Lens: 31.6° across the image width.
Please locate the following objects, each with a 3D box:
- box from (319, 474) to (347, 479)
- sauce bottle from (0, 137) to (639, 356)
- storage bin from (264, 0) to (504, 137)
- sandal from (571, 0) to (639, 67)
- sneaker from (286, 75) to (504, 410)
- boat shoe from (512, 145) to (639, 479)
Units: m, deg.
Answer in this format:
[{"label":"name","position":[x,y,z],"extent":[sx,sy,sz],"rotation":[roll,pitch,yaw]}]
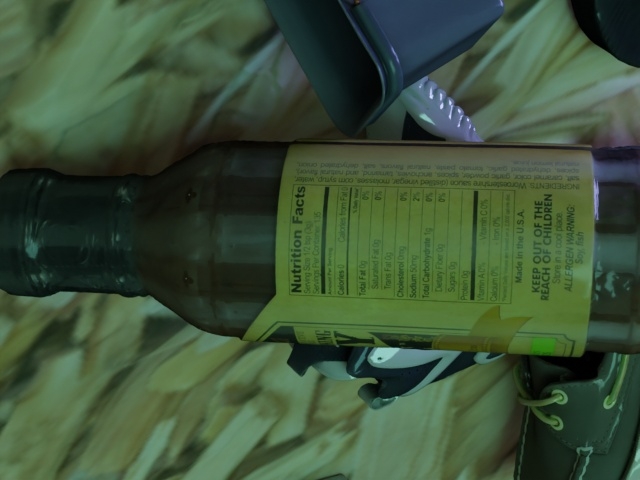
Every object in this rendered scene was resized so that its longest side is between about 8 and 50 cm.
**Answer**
[{"label":"box","position":[-0.039,0.329,0.842],"extent":[0.169,0.087,0.290],"rotation":[-11,121,-17]},{"label":"sauce bottle","position":[0.000,0.000,0.596],"extent":[0.344,0.111,0.111],"rotation":[3,121,10]},{"label":"storage bin","position":[0.029,-0.140,0.585],"extent":[0.091,0.098,0.135],"rotation":[-29,85,-18]},{"label":"sandal","position":[0.219,-0.296,0.590],"extent":[0.167,0.107,0.446],"rotation":[-17,122,-13]},{"label":"sneaker","position":[0.034,0.014,0.692],"extent":[0.153,0.094,0.235],"rotation":[-34,135,-12]},{"label":"boat shoe","position":[0.183,0.079,0.788],"extent":[0.091,0.109,0.305],"rotation":[7,108,-25]}]
